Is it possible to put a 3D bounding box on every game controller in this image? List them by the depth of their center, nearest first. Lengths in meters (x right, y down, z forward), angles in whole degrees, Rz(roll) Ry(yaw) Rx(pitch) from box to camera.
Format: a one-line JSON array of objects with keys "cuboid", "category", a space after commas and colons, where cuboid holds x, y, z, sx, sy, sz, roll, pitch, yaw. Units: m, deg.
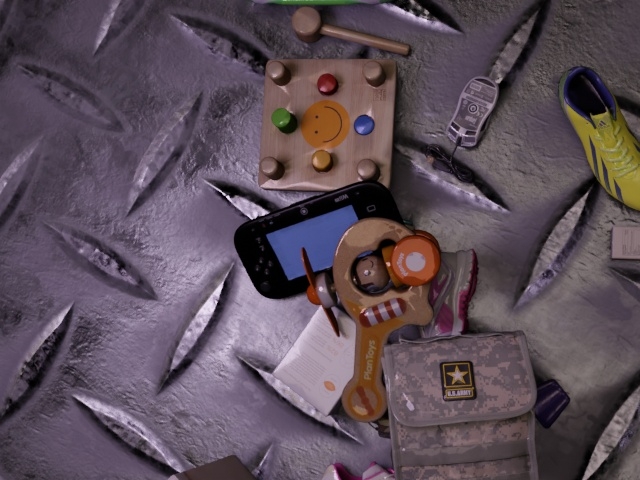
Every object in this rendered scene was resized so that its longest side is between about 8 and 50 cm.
[{"cuboid": [0.000, 0.000, 1.672, 0.319, 0.067, 0.166, -19, 117, 19], "category": "game controller"}]

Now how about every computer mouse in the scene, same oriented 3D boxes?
[{"cuboid": [0.275, -0.211, 1.691, 0.106, 0.042, 0.193, 28, 96, 19], "category": "computer mouse"}]

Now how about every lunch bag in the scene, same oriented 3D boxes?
[{"cuboid": [0.226, 0.289, 1.474, 0.235, 0.169, 0.287, -6, 97, 3], "category": "lunch bag"}]

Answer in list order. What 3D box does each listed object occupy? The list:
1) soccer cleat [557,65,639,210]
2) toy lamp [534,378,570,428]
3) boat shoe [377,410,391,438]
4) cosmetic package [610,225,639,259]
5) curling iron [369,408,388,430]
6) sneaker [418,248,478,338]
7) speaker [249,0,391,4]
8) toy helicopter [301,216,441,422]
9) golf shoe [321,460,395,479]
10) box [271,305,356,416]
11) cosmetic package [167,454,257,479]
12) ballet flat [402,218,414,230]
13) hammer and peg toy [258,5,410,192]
[{"cuboid": [0.504, -0.177, 1.593, 0.093, 0.121, 0.289, -30, 78, 7], "category": "soccer cleat"}, {"cuboid": [0.315, 0.343, 1.599, 0.275, 0.080, 0.080, -38, 77, 9], "category": "toy lamp"}, {"cuboid": [0.176, 0.339, 1.616, 0.152, 0.056, 0.049, 10, 107, 16], "category": "boat shoe"}, {"cuboid": [0.570, 0.006, 1.598, 0.115, 0.041, 0.060, 3, 85, 13], "category": "cosmetic package"}, {"cuboid": [0.214, 0.286, 1.649, 0.274, 0.035, 0.068, -20, 94, 7], "category": "curling iron"}, {"cuboid": [0.211, 0.134, 1.640, 0.111, 0.103, 0.252, 8, 79, 18], "category": "sneaker"}, {"cuboid": [-0.004, -0.514, 1.744, 0.296, 0.131, 0.131, 4, 84, 13], "category": "speaker"}, {"cuboid": [0.075, 0.135, 1.559, 0.235, 0.140, 0.355, 7, 97, 6], "category": "toy helicopter"}, {"cuboid": [0.135, 0.466, 1.607, 0.306, 0.115, 0.140, 2, 81, 12], "category": "golf shoe"}, {"cuboid": [0.017, 0.215, 1.670, 0.130, 0.091, 0.170, 36, 91, 13], "category": "box"}, {"cuboid": [-0.184, 0.477, 1.571, 0.113, 0.309, 0.160, -46, 77, 3], "category": "cosmetic package"}, {"cuboid": [0.092, -0.037, 1.704, 0.168, 0.057, 0.052, 23, 98, 14], "category": "ballet flat"}, {"cuboid": [0.022, -0.269, 1.707, 0.266, 0.127, 0.361, 3, 84, 13], "category": "hammer and peg toy"}]
